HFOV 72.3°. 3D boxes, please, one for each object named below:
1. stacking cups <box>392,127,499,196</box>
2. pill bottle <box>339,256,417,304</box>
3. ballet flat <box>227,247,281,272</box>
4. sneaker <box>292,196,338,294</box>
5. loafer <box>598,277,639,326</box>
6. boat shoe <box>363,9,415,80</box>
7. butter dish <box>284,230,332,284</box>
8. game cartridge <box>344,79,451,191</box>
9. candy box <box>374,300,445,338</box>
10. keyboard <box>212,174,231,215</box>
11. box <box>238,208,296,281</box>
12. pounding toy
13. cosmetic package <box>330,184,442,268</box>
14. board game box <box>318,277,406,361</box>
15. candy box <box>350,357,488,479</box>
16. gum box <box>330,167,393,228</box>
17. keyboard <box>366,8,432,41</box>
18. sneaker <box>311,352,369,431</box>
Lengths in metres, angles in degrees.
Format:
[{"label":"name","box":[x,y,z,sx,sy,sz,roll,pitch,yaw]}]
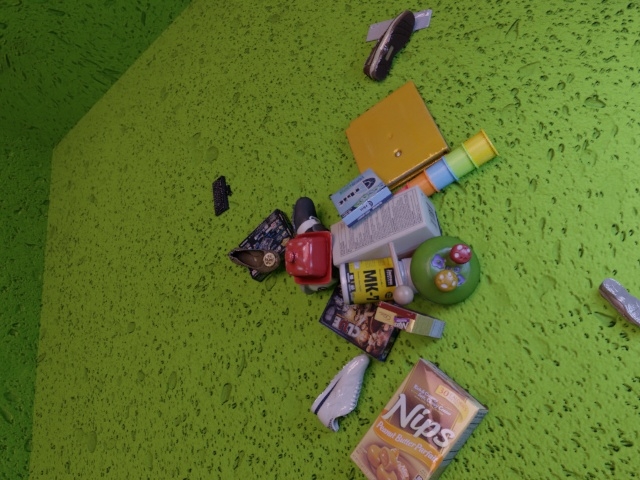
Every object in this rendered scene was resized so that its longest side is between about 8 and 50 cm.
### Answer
[{"label":"stacking cups","box":[0.350,-0.195,1.272,0.316,0.096,0.096,-33,55,26]},{"label":"pill bottle","box":[0.163,0.110,1.219,0.208,0.119,0.119,-9,64,5]},{"label":"ballet flat","box":[-0.241,0.061,1.550,0.249,0.058,0.084,8,78,38]},{"label":"sneaker","box":[0.000,0.000,1.425,0.146,0.122,0.331,-21,70,35]},{"label":"loafer","box":[0.655,0.138,0.942,0.045,0.039,0.125,-22,57,-11]},{"label":"boat shoe","box":[0.233,-0.699,1.556,0.095,0.095,0.258,36,95,46]},{"label":"butter dish","box":[-0.055,0.050,1.300,0.160,0.118,0.160,-5,81,44]},{"label":"game cartridge","box":[0.238,-0.329,1.433,0.285,0.052,0.324,-30,54,24]},{"label":"candy box","box":[0.233,0.205,1.123,0.109,0.186,0.053,16,84,39]},{"label":"keyboard","box":[-0.426,-0.200,1.886,0.108,0.023,0.180,-29,58,24]},{"label":"box","box":[-0.189,0.017,1.602,0.220,0.051,0.175,-42,53,16]},{"label":"pounding toy","box":[0.300,0.073,1.105,0.236,0.110,0.183,-4,81,-1]},{"label":"cosmetic package","box":[0.187,-0.016,1.276,0.296,0.129,0.153,-23,50,27]},{"label":"board game box","box":[0.123,0.224,1.292,0.243,0.042,0.165,24,87,40]},{"label":"candy box","box":[0.236,0.475,1.076,0.183,0.087,0.317,38,96,40]},{"label":"gum box","box":[0.118,-0.131,1.314,0.157,0.041,0.184,-35,27,8]},{"label":"keyboard","box":[0.283,-0.786,1.607,0.255,0.014,0.072,5,80,38]},{"label":"sneaker","box":[0.075,0.422,1.231,0.094,0.090,0.235,39,101,28]}]
